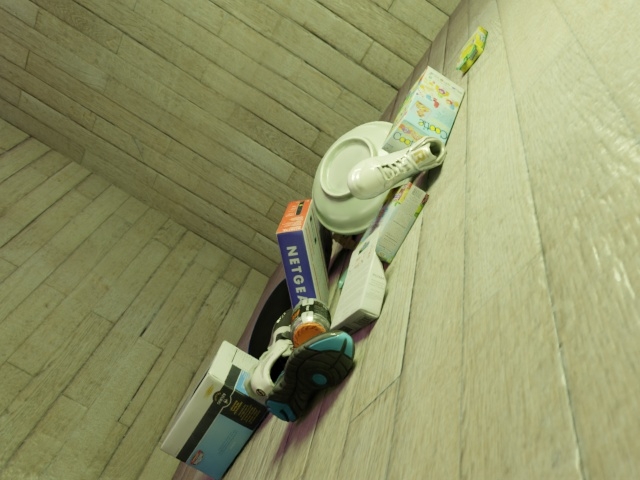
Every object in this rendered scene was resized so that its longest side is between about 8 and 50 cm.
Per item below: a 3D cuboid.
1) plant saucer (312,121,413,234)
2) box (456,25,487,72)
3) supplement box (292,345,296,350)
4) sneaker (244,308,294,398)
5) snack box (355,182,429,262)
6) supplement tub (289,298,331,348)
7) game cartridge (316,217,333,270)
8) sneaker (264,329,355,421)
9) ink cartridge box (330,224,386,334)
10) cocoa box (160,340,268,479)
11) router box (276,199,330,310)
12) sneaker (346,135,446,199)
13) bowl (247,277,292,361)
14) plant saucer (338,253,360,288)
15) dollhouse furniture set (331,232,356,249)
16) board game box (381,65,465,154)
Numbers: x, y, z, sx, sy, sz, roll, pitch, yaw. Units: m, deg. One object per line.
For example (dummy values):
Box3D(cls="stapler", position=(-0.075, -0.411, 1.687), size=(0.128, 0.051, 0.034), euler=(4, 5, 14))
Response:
Box3D(cls="plant saucer", position=(0.107, -0.218, 1.823), size=(0.400, 0.100, 0.401), euler=(-20, 57, 34))
Box3D(cls="box", position=(0.513, -0.644, 1.929), size=(0.105, 0.043, 0.179), euler=(-51, 8, 45))
Box3D(cls="supplement box", position=(-0.047, 0.317, 1.687), size=(0.043, 0.055, 0.083), euler=(-59, 8, -2))
Box3D(cls="sneaker", position=(-0.100, 0.347, 1.786), size=(0.146, 0.122, 0.331), euler=(-23, 31, 47))
Box3D(cls="snack box", position=(0.188, -0.045, 1.524), size=(0.207, 0.070, 0.174), euler=(-61, 8, -5))
Box3D(cls="supplement tub", position=(-0.027, 0.244, 1.598), size=(0.117, 0.117, 0.190), euler=(-57, 7, 10))
Box3D(cls="game cartridge", position=(0.000, 0.000, 2.118), size=(0.294, 0.060, 0.196), euler=(82, -167, -50))
Box3D(cls="sneaker", position=(-0.024, 0.292, 1.346), size=(0.341, 0.125, 0.140), euler=(-50, 6, 39))
Box3D(cls="ink cartridge box", position=(0.107, 0.104, 1.399), size=(0.189, 0.066, 0.232), euler=(-49, 16, 59))
Box3D(cls="cocoa box", position=(-0.330, 0.565, 1.901), size=(0.347, 0.228, 0.231), euler=(-57, 7, 17))
Box3D(cls="router box", position=(-0.047, 0.072, 1.805), size=(0.301, 0.082, 0.336), euler=(-76, -23, -69))
Box3D(cls="sneaker", position=(0.209, -0.205, 1.501), size=(0.292, 0.108, 0.169), euler=(-29, 1, -40))
Box3D(cls="bowl", position=(-0.152, 0.305, 2.102), size=(0.391, 0.077, 0.391), euler=(-52, 20, 28))
Box3D(cls="plant saucer", position=(0.114, 0.069, 1.775), size=(0.192, 0.018, 0.067), euler=(-56, 7, 14))
Box3D(cls="dollhouse furniture set", position=(0.106, -0.142, 2.104), size=(0.303, 0.173, 0.355), euler=(-58, 7, 2))
Box3D(cls="board game box", position=(0.312, -0.366, 1.718), size=(0.142, 0.144, 0.275), euler=(-51, 10, 53))
